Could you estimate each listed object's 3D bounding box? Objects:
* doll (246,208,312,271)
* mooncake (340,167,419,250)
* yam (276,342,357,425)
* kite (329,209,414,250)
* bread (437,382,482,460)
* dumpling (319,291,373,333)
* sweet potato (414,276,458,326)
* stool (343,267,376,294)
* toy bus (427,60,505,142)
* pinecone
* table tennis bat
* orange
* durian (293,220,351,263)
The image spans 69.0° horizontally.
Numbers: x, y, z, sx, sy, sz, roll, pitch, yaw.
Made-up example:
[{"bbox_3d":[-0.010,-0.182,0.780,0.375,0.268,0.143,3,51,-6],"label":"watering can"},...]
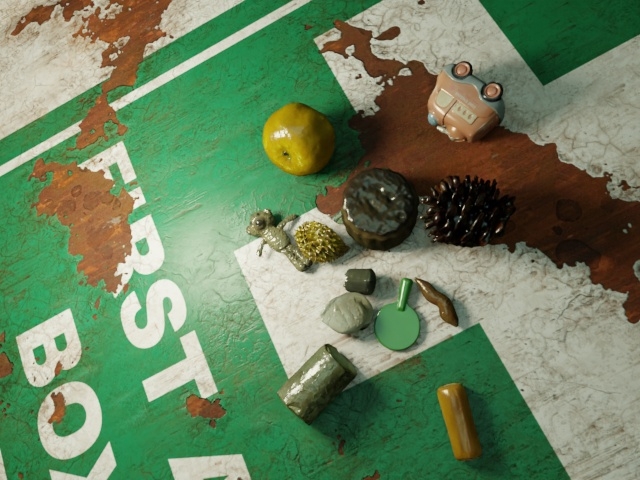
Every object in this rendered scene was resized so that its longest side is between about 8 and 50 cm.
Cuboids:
[{"bbox_3d":[-0.164,0.007,1.766,0.202,0.091,0.286,-23,79,9],"label":"doll"},{"bbox_3d":[0.211,-0.119,1.666,0.290,0.161,0.291,-2,76,6],"label":"mooncake"},{"bbox_3d":[-0.015,0.487,1.575,0.268,0.161,0.161,-44,72,-4],"label":"yam"},{"bbox_3d":[0.196,-0.090,1.750,0.322,0.013,0.268,9,77,11],"label":"kite"},{"bbox_3d":[0.450,0.585,1.498,0.092,0.074,0.240,-14,74,2],"label":"bread"},{"bbox_3d":[0.095,0.254,1.640,0.176,0.092,0.150,10,85,14],"label":"dumpling"},{"bbox_3d":[0.407,0.205,1.613,0.065,0.051,0.218,-39,72,2],"label":"sweet potato"},{"bbox_3d":[0.141,0.145,1.661,0.110,0.096,0.096,2,77,17],"label":"stool"},{"bbox_3d":[0.519,-0.488,1.706,0.287,0.194,0.232,42,99,17],"label":"toy bus"},{"bbox_3d":[0.478,-0.099,1.546,0.295,0.298,0.242,9,101,12],"label":"pinecone"},{"bbox_3d":[0.279,0.257,1.636,0.160,0.039,0.257,12,84,15],"label":"table tennis bat"},{"bbox_3d":[-0.077,-0.379,1.752,0.278,0.279,0.235,20,52,15],"label":"orange"},{"bbox_3d":[0.001,0.002,1.714,0.165,0.132,0.183,-31,94,22],"label":"durian"}]
